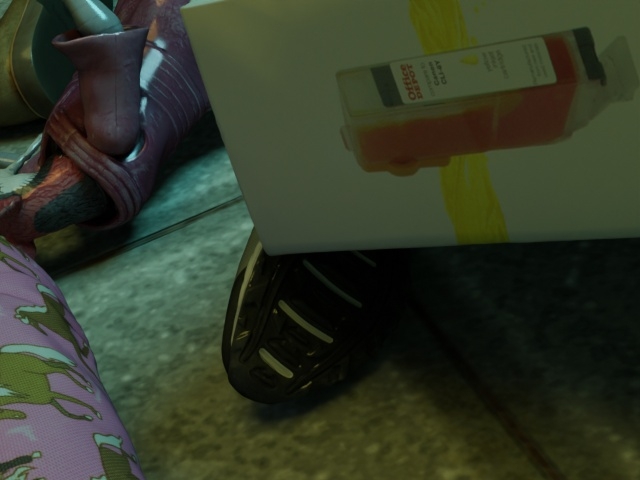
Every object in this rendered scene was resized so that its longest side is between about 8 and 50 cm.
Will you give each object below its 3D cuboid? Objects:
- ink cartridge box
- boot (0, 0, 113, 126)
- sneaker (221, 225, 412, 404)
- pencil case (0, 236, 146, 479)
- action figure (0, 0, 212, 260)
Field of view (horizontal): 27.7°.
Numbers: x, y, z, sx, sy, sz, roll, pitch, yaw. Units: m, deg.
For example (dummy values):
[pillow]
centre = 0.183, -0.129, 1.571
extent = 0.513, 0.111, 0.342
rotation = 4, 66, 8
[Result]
[ink cartridge box]
centre = 0.164, -0.119, 0.688
extent = 0.384, 0.160, 0.279
rotation = -2, 22, 41
[boot]
centre = -0.279, -0.211, 1.254
extent = 0.115, 0.112, 0.305
rotation = -18, 34, 19
[sneaker]
centre = 0.000, 0.000, 0.843
extent = 0.108, 0.100, 0.271
rotation = -32, 25, 44
[pencil case]
centre = -0.160, 0.136, 0.636
extent = 0.167, 0.160, 0.386
rotation = -43, 35, 3
[action figure]
centre = -0.137, -0.104, 1.019
extent = 0.275, 0.248, 0.370
rotation = 31, 58, -5
